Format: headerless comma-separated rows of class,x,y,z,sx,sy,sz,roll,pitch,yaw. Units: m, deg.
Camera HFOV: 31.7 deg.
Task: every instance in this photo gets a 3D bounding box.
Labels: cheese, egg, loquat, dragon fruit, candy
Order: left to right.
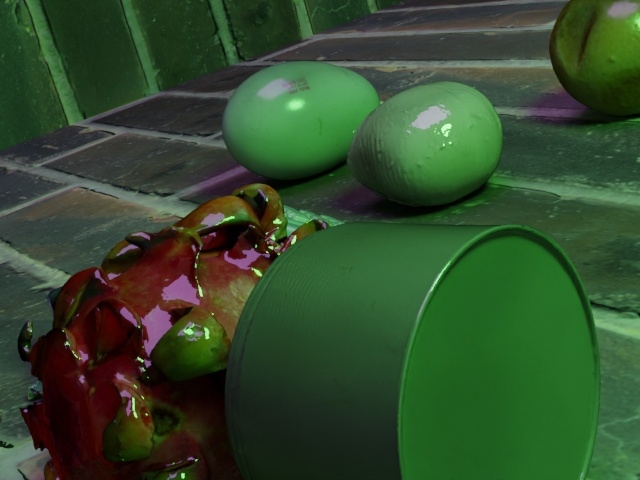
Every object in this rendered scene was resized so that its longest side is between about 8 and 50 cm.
candy,-0.287,0.162,1.205,0.083,0.020,0.030,5,54,45
dragon fruit,-0.098,0.083,0.888,0.227,0.307,0.243,-13,-22,42
egg,-0.028,-0.192,1.776,0.264,0.183,0.183,-15,16,-23
cheese,0.149,-0.129,1.489,0.198,0.154,0.189,-21,24,-18
loquat,0.432,-0.281,1.619,0.213,0.213,0.213,-14,18,5

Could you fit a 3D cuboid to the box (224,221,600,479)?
box,0.066,0.100,0.751,0.149,0.226,0.226,2,25,43

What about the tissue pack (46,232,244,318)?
tissue pack,-0.176,0.067,1.293,0.257,0.081,0.185,-20,18,-13

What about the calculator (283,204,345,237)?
calculator,0.000,0.000,1.285,0.184,0.042,0.295,14,6,-20
